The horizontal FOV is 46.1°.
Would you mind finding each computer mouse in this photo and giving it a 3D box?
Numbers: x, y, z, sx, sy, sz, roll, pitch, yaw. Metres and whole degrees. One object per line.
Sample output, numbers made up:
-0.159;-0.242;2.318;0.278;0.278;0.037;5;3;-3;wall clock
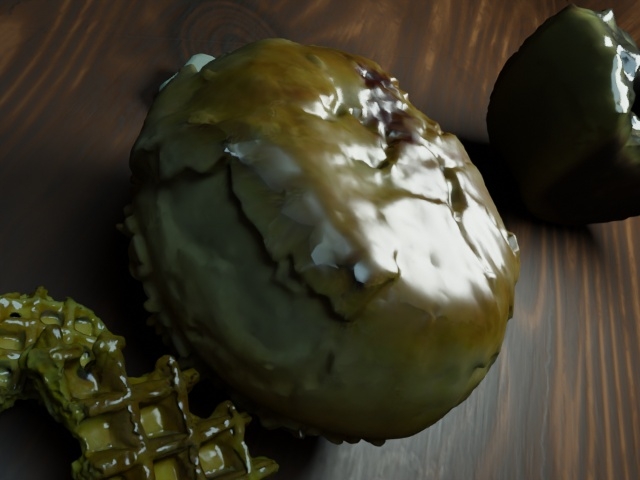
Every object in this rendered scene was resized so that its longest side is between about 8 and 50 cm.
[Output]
-0.155;-0.182;0.906;0.056;0.032;0.110;41;50;-5;computer mouse

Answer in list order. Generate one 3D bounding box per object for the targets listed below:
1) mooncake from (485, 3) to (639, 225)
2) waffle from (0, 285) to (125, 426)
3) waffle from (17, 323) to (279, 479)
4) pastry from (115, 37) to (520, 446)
0.473;-0.203;1.201;0.394;0.393;0.246;57;13;-60;mooncake
-0.236;0.110;0.571;0.194;0.051;0.149;-14;66;-48;waffle
-0.138;0.224;0.528;0.260;0.069;0.293;36;51;-25;waffle
0.000;0.000;0.721;0.409;0.245;0.409;26;40;-25;pastry
